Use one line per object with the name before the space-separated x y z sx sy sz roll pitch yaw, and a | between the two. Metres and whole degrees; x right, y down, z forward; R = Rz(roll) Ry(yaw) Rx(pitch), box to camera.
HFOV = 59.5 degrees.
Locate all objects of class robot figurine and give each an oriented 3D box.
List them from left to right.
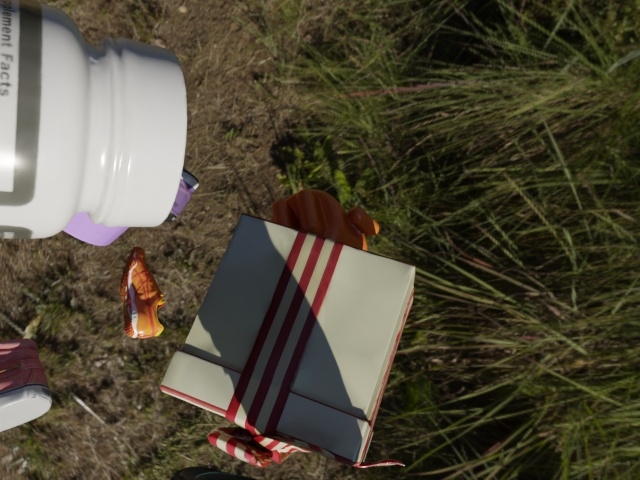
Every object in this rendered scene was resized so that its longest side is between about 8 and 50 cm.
robot figurine | -0.002 0.000 0.909 0.158 0.128 0.219 -54 147 -5

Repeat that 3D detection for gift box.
gift box | -0.009 0.148 0.685 0.277 0.255 0.258 17 72 18

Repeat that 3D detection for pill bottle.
pill bottle | -0.245 -0.082 0.359 0.283 0.161 0.161 2 76 -31

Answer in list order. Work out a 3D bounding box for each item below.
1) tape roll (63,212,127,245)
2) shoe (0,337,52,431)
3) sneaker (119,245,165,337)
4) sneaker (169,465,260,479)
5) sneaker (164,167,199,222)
tape roll | -0.382 -0.122 0.837 0.090 0.275 0.274 -40 100 1
shoe | -0.368 0.159 0.557 0.178 0.063 0.081 -17 54 -22
sneaker | -0.306 0.090 0.969 0.067 0.064 0.175 7 56 -34
sneaker | -0.020 0.247 0.457 0.101 0.106 0.267 -56 136 -24
sneaker | -0.379 -0.135 1.062 0.283 0.107 0.124 33 78 -21
